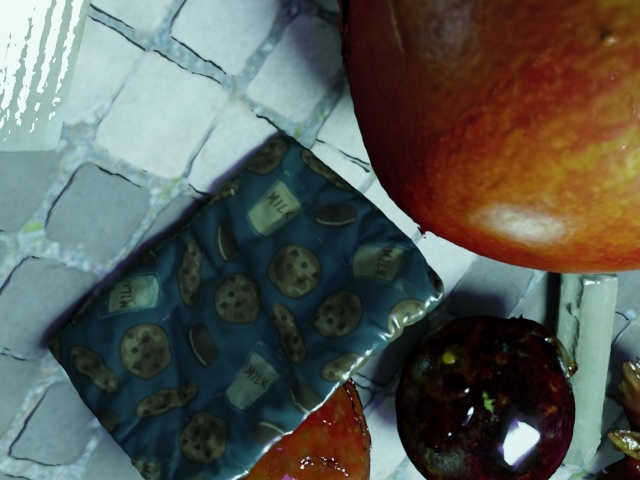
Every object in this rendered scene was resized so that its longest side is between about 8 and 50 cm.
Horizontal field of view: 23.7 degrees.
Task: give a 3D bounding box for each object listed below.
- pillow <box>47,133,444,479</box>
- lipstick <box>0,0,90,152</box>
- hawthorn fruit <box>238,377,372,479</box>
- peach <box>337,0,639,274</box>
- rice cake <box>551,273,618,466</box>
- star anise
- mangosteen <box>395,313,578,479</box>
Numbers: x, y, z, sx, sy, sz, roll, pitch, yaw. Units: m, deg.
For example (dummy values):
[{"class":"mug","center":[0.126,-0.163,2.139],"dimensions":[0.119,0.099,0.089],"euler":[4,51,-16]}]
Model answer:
[{"class":"pillow","center":[-0.055,0.055,1.099],"dimensions":[0.255,0.189,0.034],"euler":[-41,151,-8]},{"class":"lipstick","center":[-0.165,-0.232,0.894],"dimensions":[0.079,0.076,0.372],"euler":[-3,120,-37]},{"class":"hawthorn fruit","center":[-0.031,0.166,1.162],"dimensions":[0.181,0.235,0.181],"euler":[-26,142,-22]},{"class":"peach","center":[0.193,-0.144,1.053],"dimensions":[0.370,0.370,0.370],"euler":[-19,129,-25]},{"class":"rice cake","center":[0.245,0.109,1.447],"dimensions":[0.052,0.057,0.256],"euler":[-2,129,0]},{"class":"star anise","center":[0.344,0.223,1.549],"dimensions":[0.288,0.088,0.288],"euler":[-14,108,-48]},{"class":"mangosteen","center":[0.150,0.150,1.339],"dimensions":[0.172,0.172,0.184],"euler":[-47,155,0]}]
